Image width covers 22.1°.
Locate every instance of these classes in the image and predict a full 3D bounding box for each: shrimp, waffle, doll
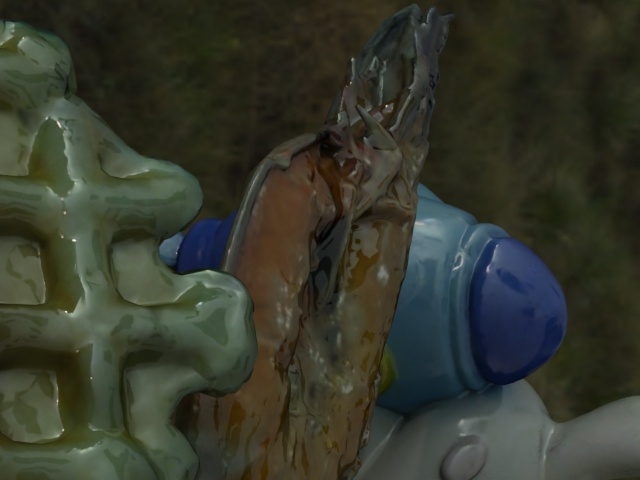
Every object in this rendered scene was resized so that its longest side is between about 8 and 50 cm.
[{"bbox_3d":[0.000,0.000,0.709,0.164,0.062,0.317,73,30,-54],"label":"shrimp"},{"bbox_3d":[-0.176,0.016,0.487,0.292,0.309,0.056,-54,-176,-37],"label":"waffle"},{"bbox_3d":[0.031,0.094,1.024,0.366,0.376,0.187,57,2,-5],"label":"doll"}]
